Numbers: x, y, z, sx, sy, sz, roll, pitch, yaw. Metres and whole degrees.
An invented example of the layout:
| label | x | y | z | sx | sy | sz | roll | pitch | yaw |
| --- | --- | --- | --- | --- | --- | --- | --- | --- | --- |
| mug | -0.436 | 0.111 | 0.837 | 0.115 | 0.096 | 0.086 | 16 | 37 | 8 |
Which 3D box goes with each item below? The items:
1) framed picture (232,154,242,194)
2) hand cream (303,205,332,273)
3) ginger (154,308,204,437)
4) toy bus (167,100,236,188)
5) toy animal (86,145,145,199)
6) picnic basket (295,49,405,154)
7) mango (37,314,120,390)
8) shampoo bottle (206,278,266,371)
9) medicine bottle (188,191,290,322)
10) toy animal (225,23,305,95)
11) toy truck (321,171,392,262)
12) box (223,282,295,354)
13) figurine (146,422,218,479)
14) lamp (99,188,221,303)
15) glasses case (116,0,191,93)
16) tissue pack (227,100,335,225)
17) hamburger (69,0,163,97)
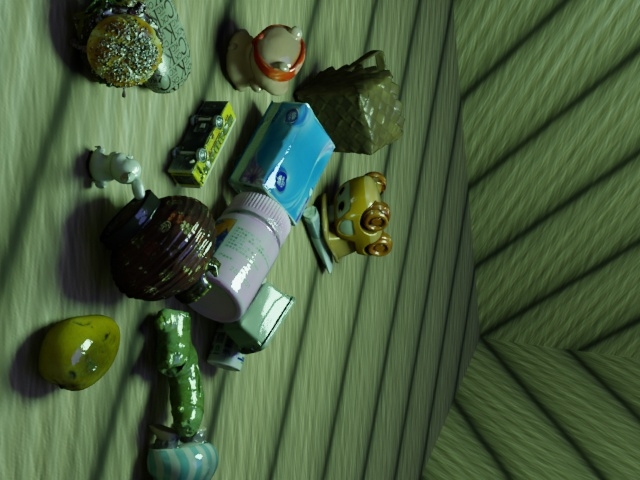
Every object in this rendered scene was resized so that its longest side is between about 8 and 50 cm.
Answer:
| label | x | y | z | sx | sy | sz | roll | pitch | yaw |
| --- | --- | --- | --- | --- | --- | --- | --- | --- | --- |
| framed picture | -0.146 | -0.181 | 1.911 | 0.231 | 0.010 | 0.173 | -38 | 129 | -43 |
| hand cream | 0.000 | 0.000 | 2.224 | 0.255 | 0.048 | 0.079 | 68 | 24 | -43 |
| ginger | -0.317 | 0.290 | 1.576 | 0.137 | 0.089 | 0.289 | -137 | -142 | -80 |
| toy bus | -0.274 | -0.228 | 1.629 | 0.074 | 0.081 | 0.226 | 66 | 35 | -51 |
| toy animal | -0.389 | -0.137 | 1.362 | 0.071 | 0.124 | 0.085 | 59 | 45 | -55 |
| picnic basket | 0.118 | -0.409 | 2.125 | 0.321 | 0.291 | 0.254 | -42 | 131 | -42 |
| mango | -0.446 | 0.203 | 1.335 | 0.195 | 0.098 | 0.137 | -45 | 129 | -58 |
| shampoo bottle | -0.205 | 0.177 | 1.808 | 0.092 | 0.092 | 0.303 | 48 | 52 | -55 |
| medicine bottle | -0.202 | 0.036 | 1.694 | 0.290 | 0.178 | 0.178 | -62 | 145 | -38 |
| toy animal | -0.131 | -0.449 | 1.735 | 0.171 | 0.198 | 0.171 | -13 | 106 | -57 |
| toy truck | 0.119 | -0.066 | 2.227 | 0.288 | 0.212 | 0.204 | 74 | 11 | -47 |
| box | -0.155 | 0.183 | 1.715 | 0.093 | 0.124 | 0.172 | 44 | 56 | -17 |
| figurine | -0.220 | 0.613 | 1.535 | 0.266 | 0.378 | 0.361 | 14 | 83 | -63 |
| lamp | -0.311 | 0.019 | 1.419 | 0.247 | 0.247 | 0.246 | -17 | 109 | -61 |
| glasses case | -0.359 | -0.461 | 1.411 | 0.137 | 0.085 | 0.354 | -61 | 144 | -38 |
| tissue pack | -0.094 | -0.199 | 1.840 | 0.198 | 0.146 | 0.263 | 51 | 59 | -47 |
| hamburger | -0.372 | -0.366 | 1.320 | 0.164 | 0.093 | 0.189 | -31 | 130 | -7 |
